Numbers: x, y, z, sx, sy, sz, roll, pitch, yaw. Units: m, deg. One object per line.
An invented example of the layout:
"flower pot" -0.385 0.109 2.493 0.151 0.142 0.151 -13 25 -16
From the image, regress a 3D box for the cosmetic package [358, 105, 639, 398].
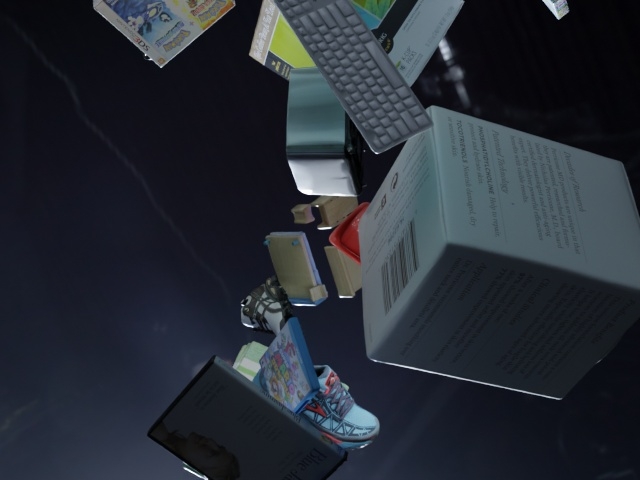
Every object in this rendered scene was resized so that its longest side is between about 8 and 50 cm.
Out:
"cosmetic package" 0.309 0.030 1.861 0.328 0.393 0.329 -92 -157 -43

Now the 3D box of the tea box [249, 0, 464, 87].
"tea box" 0.058 -0.417 2.098 0.220 0.323 0.329 -58 -177 -14

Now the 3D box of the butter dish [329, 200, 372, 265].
"butter dish" 0.128 -0.023 2.218 0.160 0.160 0.118 -45 168 -38

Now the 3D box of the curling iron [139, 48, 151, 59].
"curling iron" -0.410 -0.552 2.487 0.068 0.274 0.035 5 -147 13

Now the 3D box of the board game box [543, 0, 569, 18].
"board game box" 0.393 -0.482 1.944 0.026 0.154 0.103 -38 166 12

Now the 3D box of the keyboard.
"keyboard" 0.019 -0.204 1.095 0.072 0.256 0.014 -29 164 -13

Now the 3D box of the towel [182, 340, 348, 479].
"towel" -0.113 0.386 2.233 0.038 0.247 0.325 109 7 -55

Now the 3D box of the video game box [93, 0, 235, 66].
"video game box" -0.300 -0.460 2.054 0.205 0.187 0.048 -36 -139 18

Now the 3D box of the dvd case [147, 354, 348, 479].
"dvd case" -0.111 0.305 1.595 0.180 0.253 0.022 -49 -170 23

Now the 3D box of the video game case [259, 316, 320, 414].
"video game case" -0.050 0.207 1.654 0.015 0.119 0.166 -8 154 -26

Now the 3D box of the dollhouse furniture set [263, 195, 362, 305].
"dollhouse furniture set" 0.000 0.000 2.789 0.303 0.287 0.198 -2 -158 43

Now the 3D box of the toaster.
"toaster" 0.013 -0.176 1.688 0.110 0.168 0.186 -2 159 8

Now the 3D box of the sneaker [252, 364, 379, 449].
"sneaker" 0.002 0.300 2.010 0.125 0.261 0.104 -61 -174 36

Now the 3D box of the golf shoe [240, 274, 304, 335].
"golf shoe" -0.089 0.141 1.873 0.093 0.077 0.198 -27 -156 -1
